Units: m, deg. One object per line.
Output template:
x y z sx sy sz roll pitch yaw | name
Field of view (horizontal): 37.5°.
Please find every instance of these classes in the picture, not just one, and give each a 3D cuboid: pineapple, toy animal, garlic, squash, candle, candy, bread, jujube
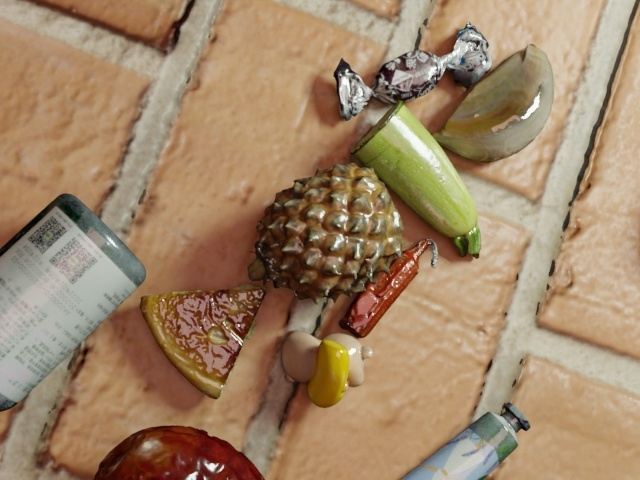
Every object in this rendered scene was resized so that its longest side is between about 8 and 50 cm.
0.000 0.000 1.123 0.193 0.166 0.166 -27 88 -8 | pineapple
0.011 0.151 1.153 0.082 0.114 0.091 -24 112 -44 | toy animal
0.244 -0.170 1.220 0.101 0.087 0.195 42 81 11 | garlic
0.136 -0.063 1.198 0.094 0.094 0.224 -42 100 -11 | squash
0.089 0.056 1.183 0.162 0.048 0.053 -48 121 -13 | candle
0.120 -0.220 1.225 0.226 0.051 0.094 -22 76 -13 | candy
-0.133 0.124 1.138 0.154 0.054 0.136 -8 83 -4 | bread
-0.127 0.334 1.044 0.197 0.197 0.290 -41 105 -11 | jujube

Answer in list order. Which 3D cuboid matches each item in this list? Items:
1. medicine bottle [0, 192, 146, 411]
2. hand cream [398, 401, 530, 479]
-0.346 0.091 1.064 0.141 0.141 0.293 45 78 -1 | medicine bottle
0.153 0.299 1.167 0.256 0.055 0.088 -39 86 -5 | hand cream
